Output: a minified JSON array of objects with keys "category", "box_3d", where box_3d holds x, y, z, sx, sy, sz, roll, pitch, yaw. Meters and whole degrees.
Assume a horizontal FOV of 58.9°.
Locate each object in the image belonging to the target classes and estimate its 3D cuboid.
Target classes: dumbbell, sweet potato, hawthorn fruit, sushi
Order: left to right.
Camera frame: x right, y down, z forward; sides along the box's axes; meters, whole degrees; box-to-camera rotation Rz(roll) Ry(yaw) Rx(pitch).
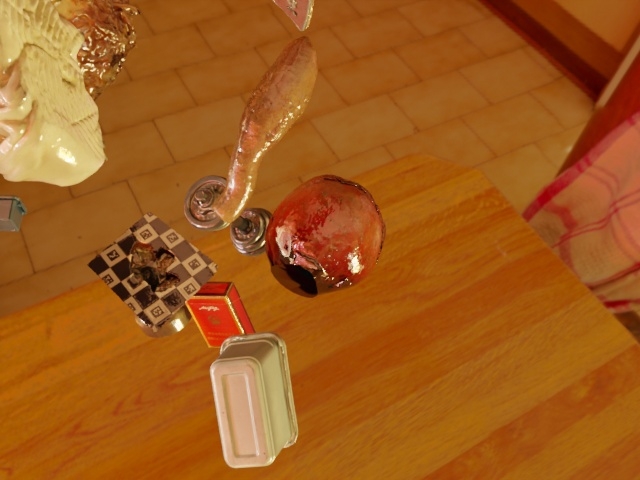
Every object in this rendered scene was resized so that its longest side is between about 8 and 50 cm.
[{"category":"sushi","box_3d":[-0.352,0.066,1.204,0.210,0.040,0.193,39,65,10]},{"category":"dumbbell","box_3d":[-0.277,-0.070,1.813,0.179,0.406,0.179,-7,69,20]},{"category":"sweet potato","box_3d":[-0.105,-0.212,1.065,0.109,0.109,0.385,27,90,13]},{"category":"hawthorn fruit","box_3d":[0.008,-0.004,1.374,0.316,0.316,0.316,2,55,-4]}]

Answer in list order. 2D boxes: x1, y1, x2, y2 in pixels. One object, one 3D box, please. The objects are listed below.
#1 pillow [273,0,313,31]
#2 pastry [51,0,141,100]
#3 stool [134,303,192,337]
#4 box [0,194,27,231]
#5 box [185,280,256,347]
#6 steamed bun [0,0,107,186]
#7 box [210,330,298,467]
[{"category":"pillow","box_3d":[-0.054,-0.546,1.155,0.043,0.232,0.126,-41,79,-18]},{"category":"pastry","box_3d":[-0.651,-0.533,1.463,0.337,0.405,0.292,-7,44,-34]},{"category":"stool","box_3d":[-0.512,0.145,1.718,0.179,0.264,0.179,-9,41,8]},{"category":"box","box_3d":[-0.652,-0.053,1.141,0.099,0.074,0.054,1,63,-10]},{"category":"box","box_3d":[-0.305,0.229,1.728,0.153,0.240,0.074,1,41,22]},{"category":"steamed bun","box_3d":[-0.490,-0.239,0.887,0.206,0.275,0.320,-15,84,7]},{"category":"box","box_3d":[-0.174,0.403,1.420,0.175,0.182,0.312,-8,93,9]}]
